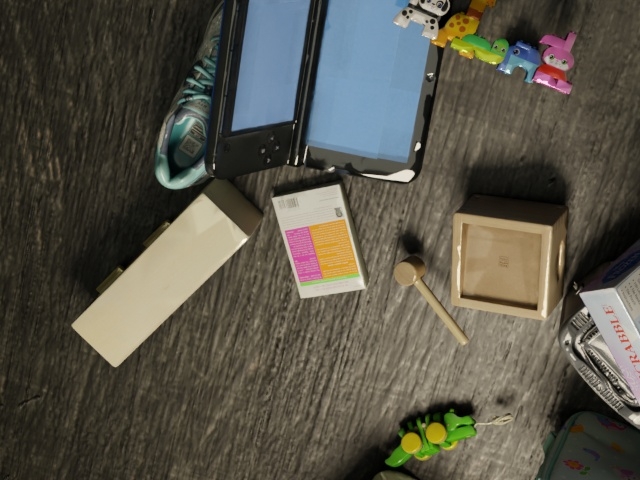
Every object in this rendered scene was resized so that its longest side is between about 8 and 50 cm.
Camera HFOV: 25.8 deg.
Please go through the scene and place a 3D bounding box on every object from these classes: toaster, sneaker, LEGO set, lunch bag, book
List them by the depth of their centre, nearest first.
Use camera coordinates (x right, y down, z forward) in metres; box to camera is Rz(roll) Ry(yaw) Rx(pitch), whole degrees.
[{"bbox_3d":[0.209,-0.263,1.697,0.227,0.087,0.093,22,95,-1],"label":"LEGO set"},{"bbox_3d":[0.385,0.121,1.759,0.227,0.146,0.129,44,109,-7],"label":"toaster"},{"bbox_3d":[-0.128,-0.182,1.761,0.110,0.122,0.283,25,110,1],"label":"sneaker"},{"bbox_3d":[0.373,0.329,1.764,0.224,0.279,0.108,21,110,14],"label":"lunch bag"},{"bbox_3d":[0.000,0.000,1.848,0.096,0.035,0.144,-11,105,16],"label":"book"}]

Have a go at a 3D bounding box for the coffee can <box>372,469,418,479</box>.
[{"bbox_3d":[0.059,0.478,1.903,0.201,0.201,0.275,40,110,-4],"label":"coffee can"}]

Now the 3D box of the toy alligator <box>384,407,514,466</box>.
[{"bbox_3d":[0.169,0.253,1.894,0.189,0.056,0.051,-25,62,17],"label":"toy alligator"}]

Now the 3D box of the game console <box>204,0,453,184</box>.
[{"bbox_3d":[0.011,-0.208,1.710,0.173,0.250,0.293,21,112,31],"label":"game console"}]

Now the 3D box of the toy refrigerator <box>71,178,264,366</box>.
[{"bbox_3d":[-0.206,0.037,1.859,0.094,0.102,0.269,44,110,-6],"label":"toy refrigerator"}]

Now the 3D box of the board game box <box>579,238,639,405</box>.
[{"bbox_3d":[0.493,0.108,1.670,0.066,0.318,0.319,-11,111,58],"label":"board game box"}]

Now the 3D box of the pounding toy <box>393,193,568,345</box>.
[{"bbox_3d":[0.205,0.038,1.798,0.206,0.094,0.181,9,113,23],"label":"pounding toy"}]
